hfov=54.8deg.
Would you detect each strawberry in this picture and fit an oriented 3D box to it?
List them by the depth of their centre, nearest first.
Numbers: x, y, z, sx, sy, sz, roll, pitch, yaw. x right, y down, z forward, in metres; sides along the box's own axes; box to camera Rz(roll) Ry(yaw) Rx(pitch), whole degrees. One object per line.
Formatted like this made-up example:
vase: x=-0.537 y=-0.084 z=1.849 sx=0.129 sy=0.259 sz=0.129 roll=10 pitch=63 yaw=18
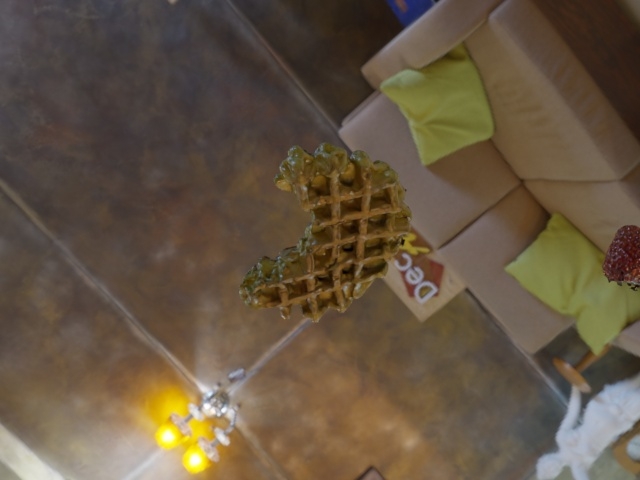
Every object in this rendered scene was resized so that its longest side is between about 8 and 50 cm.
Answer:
strawberry: x=0.395 y=0.021 z=0.779 sx=0.073 sy=0.083 sz=0.073 roll=9 pitch=176 yaw=1

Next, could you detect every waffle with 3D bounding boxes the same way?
waffle: x=0.000 y=-0.003 z=0.572 sx=0.149 sy=0.194 sz=0.051 roll=17 pitch=-145 yaw=-26
